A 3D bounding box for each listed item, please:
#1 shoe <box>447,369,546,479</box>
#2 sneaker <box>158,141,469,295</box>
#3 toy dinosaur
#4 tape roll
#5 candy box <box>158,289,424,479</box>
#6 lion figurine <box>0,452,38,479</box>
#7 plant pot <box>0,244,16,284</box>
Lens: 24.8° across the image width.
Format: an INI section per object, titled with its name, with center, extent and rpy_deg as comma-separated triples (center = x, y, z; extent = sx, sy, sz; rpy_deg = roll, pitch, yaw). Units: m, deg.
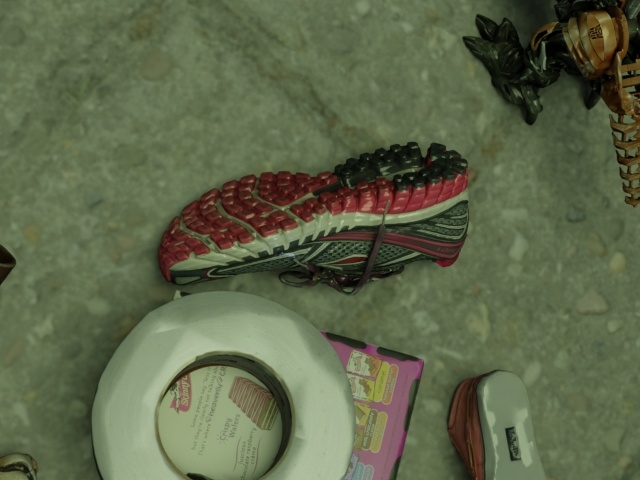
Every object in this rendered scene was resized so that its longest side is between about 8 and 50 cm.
[shoe]
center = 0.168, 0.213, 1.381
extent = 0.063, 0.081, 0.178
rpy_deg = -4, 83, -18
[sneaker]
center = 0.000, 0.000, 1.338
extent = 0.299, 0.121, 0.112
rpy_deg = -11, 118, -11
[toy dinosaur]
center = 0.254, -0.199, 1.381
extent = 0.164, 0.218, 0.322
rpy_deg = 9, 81, -17
[tape roll]
center = -0.082, 0.154, 1.221
extent = 0.219, 0.072, 0.219
rpy_deg = 2, 76, -8
[candy box]
center = -0.041, 0.154, 1.302
extent = 0.233, 0.071, 0.159
rpy_deg = 17, 76, -5
[lion figurine]
center = -0.280, 0.366, 1.179
extent = 0.142, 0.240, 0.392
rpy_deg = -3, 100, -28
[plant pot]
center = -0.396, 0.066, 1.170
extent = 0.215, 0.215, 0.230
rpy_deg = 29, 92, -13
